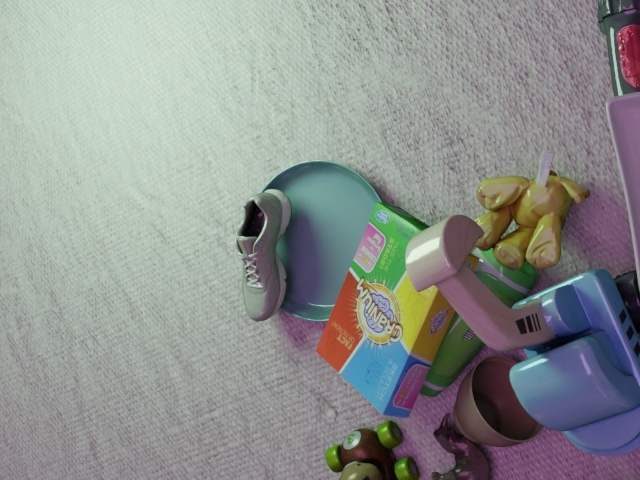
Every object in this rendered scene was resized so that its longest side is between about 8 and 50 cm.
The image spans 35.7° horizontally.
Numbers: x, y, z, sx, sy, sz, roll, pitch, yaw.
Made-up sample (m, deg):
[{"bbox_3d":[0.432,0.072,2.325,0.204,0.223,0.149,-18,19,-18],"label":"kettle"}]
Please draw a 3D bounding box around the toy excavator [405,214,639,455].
[{"bbox_3d":[0.358,0.150,1.558,0.222,0.445,0.433,-29,78,38],"label":"toy excavator"}]

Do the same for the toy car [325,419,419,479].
[{"bbox_3d":[0.070,0.439,1.869,0.155,0.188,0.149,-30,79,23],"label":"toy car"}]

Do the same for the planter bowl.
[{"bbox_3d":[0.307,0.301,1.782,0.162,0.162,0.109,58,140,13],"label":"planter bowl"}]

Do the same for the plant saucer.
[{"bbox_3d":[0.000,0.000,1.970,0.317,0.043,0.318,1,93,26],"label":"plant saucer"}]

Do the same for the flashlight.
[{"bbox_3d":[0.536,-0.288,1.670,0.103,0.103,0.304,-6,88,0],"label":"flashlight"}]

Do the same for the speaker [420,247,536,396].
[{"bbox_3d":[0.257,0.141,1.803,0.131,0.131,0.297,43,109,18],"label":"speaker"}]

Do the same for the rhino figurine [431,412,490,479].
[{"bbox_3d":[0.267,0.438,1.839,0.106,0.073,0.243,-16,83,29],"label":"rhino figurine"}]

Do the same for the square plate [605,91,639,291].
[{"bbox_3d":[0.650,-0.086,1.586,0.343,0.049,0.347,-10,90,1],"label":"square plate"}]

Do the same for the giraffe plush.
[{"bbox_3d":[0.373,-0.057,1.716,0.181,0.170,0.210,34,107,19],"label":"giraffe plush"}]

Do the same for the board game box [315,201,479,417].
[{"bbox_3d":[0.131,0.121,1.793,0.242,0.064,0.317,37,109,51],"label":"board game box"}]

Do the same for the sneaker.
[{"bbox_3d":[-0.130,0.030,1.943,0.099,0.121,0.263,5,94,26],"label":"sneaker"}]
